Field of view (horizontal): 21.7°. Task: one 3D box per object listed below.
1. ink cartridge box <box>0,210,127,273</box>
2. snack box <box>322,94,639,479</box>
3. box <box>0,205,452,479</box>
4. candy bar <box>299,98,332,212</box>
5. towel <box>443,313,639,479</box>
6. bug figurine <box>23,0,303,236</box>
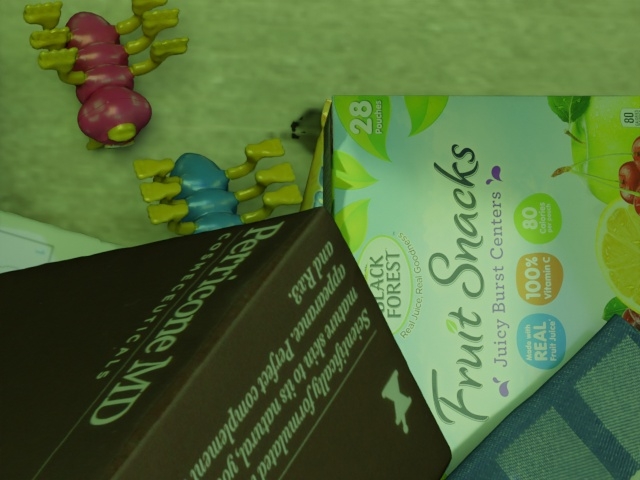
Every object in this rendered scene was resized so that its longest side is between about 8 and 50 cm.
[{"bbox_3d":[-0.311,0.103,0.930,0.385,0.091,0.308,17,80,-13],"label":"ink cartridge box"},{"bbox_3d":[0.090,0.031,0.869,0.174,0.070,0.207,1,77,-4],"label":"snack box"},{"bbox_3d":[-0.160,0.117,0.698,0.381,0.191,0.143,-10,117,33],"label":"box"},{"bbox_3d":[0.000,0.000,0.954,0.040,0.018,0.161,16,80,4],"label":"candy bar"},{"bbox_3d":[0.169,0.198,0.773,0.209,0.034,0.285,-40,86,-23],"label":"towel"},{"bbox_3d":[-0.162,-0.040,0.908,0.279,0.072,0.216,-7,64,-20],"label":"bug figurine"}]
